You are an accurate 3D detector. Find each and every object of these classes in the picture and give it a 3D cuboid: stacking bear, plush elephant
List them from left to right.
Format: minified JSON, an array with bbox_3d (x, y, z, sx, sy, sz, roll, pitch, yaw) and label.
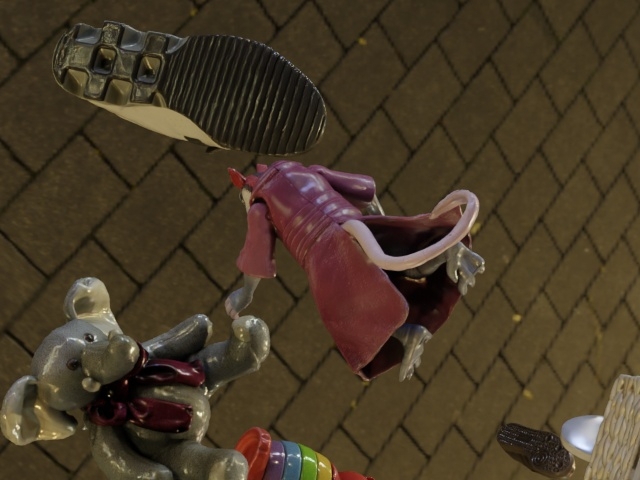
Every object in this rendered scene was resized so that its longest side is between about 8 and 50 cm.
[{"bbox_3d":[-0.263,0.188,1.311,0.255,0.330,0.272,44,47,-39],"label":"plush elephant"},{"bbox_3d":[-0.029,0.485,1.940,0.289,0.164,0.175,20,84,-17],"label":"stacking bear"}]

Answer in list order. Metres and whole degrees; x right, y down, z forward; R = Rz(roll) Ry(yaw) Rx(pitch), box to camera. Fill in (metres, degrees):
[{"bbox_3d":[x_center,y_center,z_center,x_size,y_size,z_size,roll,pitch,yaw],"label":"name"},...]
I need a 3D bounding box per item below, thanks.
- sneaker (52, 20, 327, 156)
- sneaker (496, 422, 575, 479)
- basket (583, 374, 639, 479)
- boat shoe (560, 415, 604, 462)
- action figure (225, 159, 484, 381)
[{"bbox_3d":[-0.132,-0.168,1.145,0.122,0.330,0.146,-69,162,-5],"label":"sneaker"},{"bbox_3d":[0.365,0.351,1.614,0.066,0.188,0.071,-47,112,-8],"label":"sneaker"},{"bbox_3d":[0.290,0.170,0.721,0.167,0.103,0.113,19,88,-11],"label":"basket"},{"bbox_3d":[0.460,0.315,1.440,0.080,0.228,0.076,-80,175,-46],"label":"boat shoe"},{"bbox_3d":[0.000,0.000,1.228,0.248,0.370,0.276,-42,152,-17],"label":"action figure"}]
